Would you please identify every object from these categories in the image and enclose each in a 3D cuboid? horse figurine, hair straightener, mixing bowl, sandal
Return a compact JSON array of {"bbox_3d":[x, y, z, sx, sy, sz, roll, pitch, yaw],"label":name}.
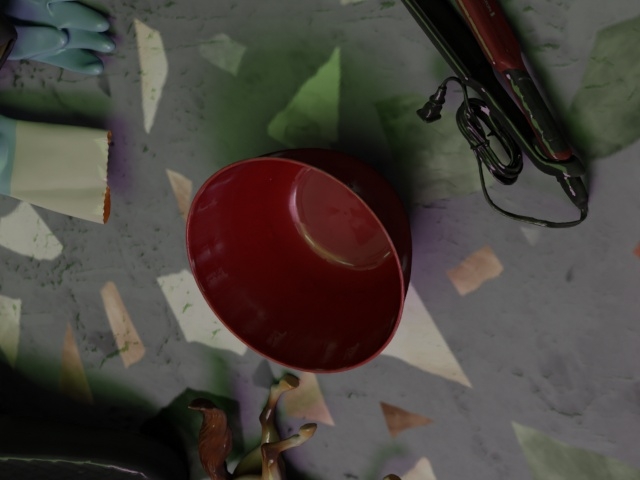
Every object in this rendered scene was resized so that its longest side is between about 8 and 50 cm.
[{"bbox_3d":[-0.009,0.228,1.394,0.263,0.066,0.174,35,123,5],"label":"horse figurine"},{"bbox_3d":[0.116,-0.101,1.149,0.089,0.047,0.230,-24,108,38],"label":"hair straightener"},{"bbox_3d":[0.000,0.000,1.232,0.181,0.098,0.181,14,122,23],"label":"mixing bowl"},{"bbox_3d":[-0.338,0.182,1.511,0.446,0.107,0.167,9,141,3],"label":"sandal"}]

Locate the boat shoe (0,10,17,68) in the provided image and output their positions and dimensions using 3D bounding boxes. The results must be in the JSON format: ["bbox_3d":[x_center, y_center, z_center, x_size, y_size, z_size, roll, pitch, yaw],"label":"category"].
[{"bbox_3d":[-0.337,-0.084,1.322,0.092,0.103,0.285,40,113,14],"label":"boat shoe"}]

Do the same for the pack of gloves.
[{"bbox_3d":[-0.264,-0.135,1.354,0.232,0.046,0.195,14,111,20],"label":"pack of gloves"}]
